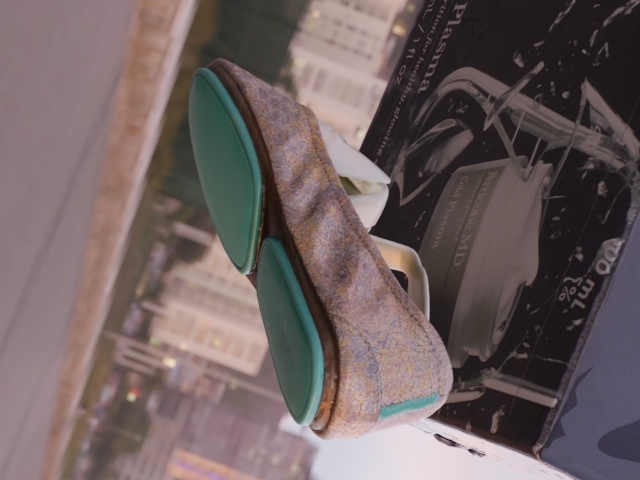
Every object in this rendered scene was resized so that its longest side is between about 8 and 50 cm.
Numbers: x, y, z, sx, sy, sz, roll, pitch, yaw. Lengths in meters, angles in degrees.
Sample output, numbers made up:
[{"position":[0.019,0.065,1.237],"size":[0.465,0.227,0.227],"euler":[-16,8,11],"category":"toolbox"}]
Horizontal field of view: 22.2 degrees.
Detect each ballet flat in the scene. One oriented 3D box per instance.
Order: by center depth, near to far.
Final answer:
[{"position":[0.000,0.000,1.000],"size":[0.316,0.106,0.107],"euler":[-112,-153,-43],"category":"ballet flat"}]

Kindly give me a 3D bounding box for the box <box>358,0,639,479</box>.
[{"position":[0.253,-0.024,1.438],"size":[0.472,0.297,0.479],"euler":[11,-103,62],"category":"box"}]
